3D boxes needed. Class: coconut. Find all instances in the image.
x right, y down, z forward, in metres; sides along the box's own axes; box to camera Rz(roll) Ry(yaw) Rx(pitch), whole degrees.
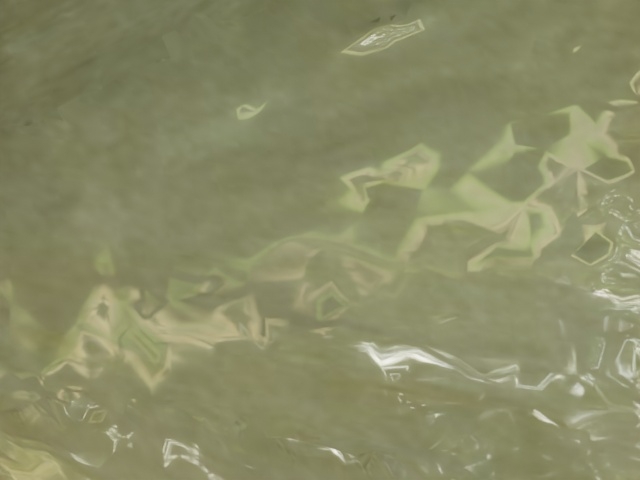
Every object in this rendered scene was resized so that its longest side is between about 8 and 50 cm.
[{"bbox_3d":[0.000,0.000,0.435,0.329,0.329,0.329,-62,174,-12],"label":"coconut"}]
